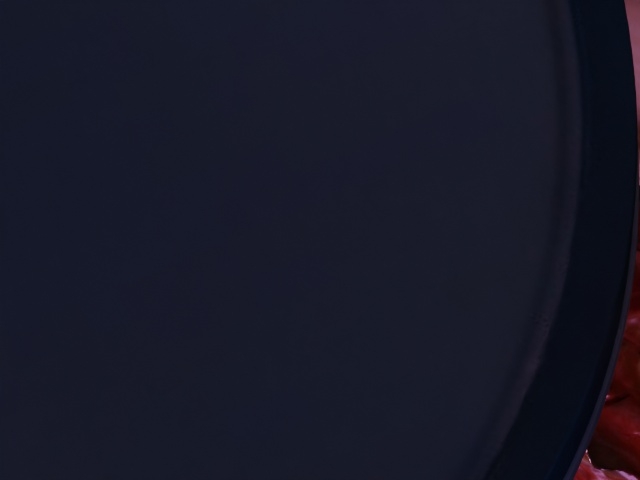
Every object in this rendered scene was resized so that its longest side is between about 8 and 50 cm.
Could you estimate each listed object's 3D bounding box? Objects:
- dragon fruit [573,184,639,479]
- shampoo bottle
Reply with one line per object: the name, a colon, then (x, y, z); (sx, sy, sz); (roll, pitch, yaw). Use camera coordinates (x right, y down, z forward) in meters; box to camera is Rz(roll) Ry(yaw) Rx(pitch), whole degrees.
dragon fruit: (0.199, 0.079, 0.997); (0.252, 0.241, 0.241); (-13, -167, -39)
shampoo bottle: (-0.071, 0.004, 0.615); (0.331, 0.331, 0.342); (14, 172, 10)
